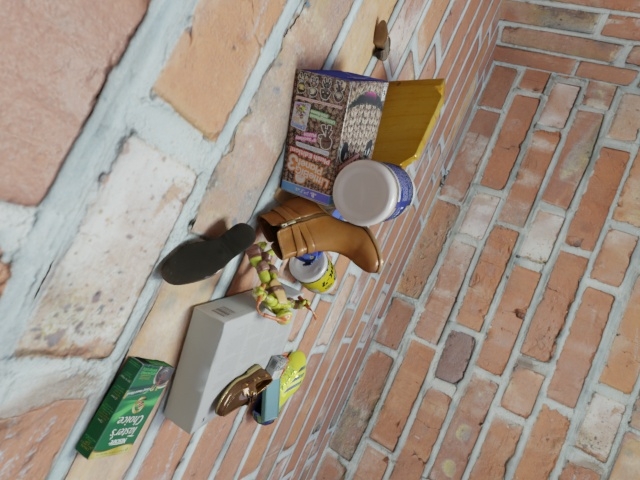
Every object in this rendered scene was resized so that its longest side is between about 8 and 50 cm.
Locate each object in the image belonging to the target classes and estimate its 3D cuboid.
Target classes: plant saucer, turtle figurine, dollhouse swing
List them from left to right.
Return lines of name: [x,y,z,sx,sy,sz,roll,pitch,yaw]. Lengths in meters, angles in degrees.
plant saucer: [-0.163,0.509,1.369,0.067,0.018,0.191,5,88,-37]
turtle figurine: [-0.109,0.120,0.994,0.087,0.217,0.270,-32,155,20]
dollhouse swing: [0.286,-0.309,1.408,0.305,0.315,0.346,39,73,-47]

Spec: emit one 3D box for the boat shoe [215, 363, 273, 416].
boat shoe: [-0.182,0.368,0.996,0.178,0.060,0.064,-28,138,-57]

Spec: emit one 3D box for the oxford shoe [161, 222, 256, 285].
oxford shoe: [-0.226,0.037,0.824,0.212,0.076,0.076,-30,178,-42]

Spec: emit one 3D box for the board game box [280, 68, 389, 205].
board game box: [0.037,-0.267,1.034,0.232,0.141,0.290,-34,141,-54]

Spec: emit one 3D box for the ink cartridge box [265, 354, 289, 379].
ink cartridge box: [-0.120,0.367,1.187,0.062,0.029,0.115,-65,159,-4]

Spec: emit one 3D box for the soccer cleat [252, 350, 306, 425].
soccer cleat: [-0.140,0.514,1.450,0.289,0.094,0.121,-55,149,-29]

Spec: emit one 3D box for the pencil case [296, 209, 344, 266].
pencil case: [0.012,-0.070,1.183,0.306,0.133,0.119,-53,151,-34]

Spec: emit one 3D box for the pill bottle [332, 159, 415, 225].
pill bottle: [0.149,-0.122,1.032,0.265,0.153,0.153,-16,126,-63]

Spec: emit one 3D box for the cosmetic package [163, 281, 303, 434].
cosmetic package: [-0.204,0.277,1.059,0.377,0.098,0.284,-6,116,-66]

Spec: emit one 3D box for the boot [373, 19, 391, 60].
boot: [0.190,-0.597,1.218,0.087,0.042,0.118,-53,156,-47]

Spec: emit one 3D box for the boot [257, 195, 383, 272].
boot: [0.000,0.000,0.996,0.220,0.283,0.109,-24,159,-36]

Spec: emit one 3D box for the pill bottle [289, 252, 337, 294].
pill bottle: [-0.015,0.101,1.303,0.119,0.119,0.208,-63,158,-12]

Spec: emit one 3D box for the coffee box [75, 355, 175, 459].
coffee box: [-0.370,0.320,0.790,0.184,0.041,0.113,-62,158,-14]
